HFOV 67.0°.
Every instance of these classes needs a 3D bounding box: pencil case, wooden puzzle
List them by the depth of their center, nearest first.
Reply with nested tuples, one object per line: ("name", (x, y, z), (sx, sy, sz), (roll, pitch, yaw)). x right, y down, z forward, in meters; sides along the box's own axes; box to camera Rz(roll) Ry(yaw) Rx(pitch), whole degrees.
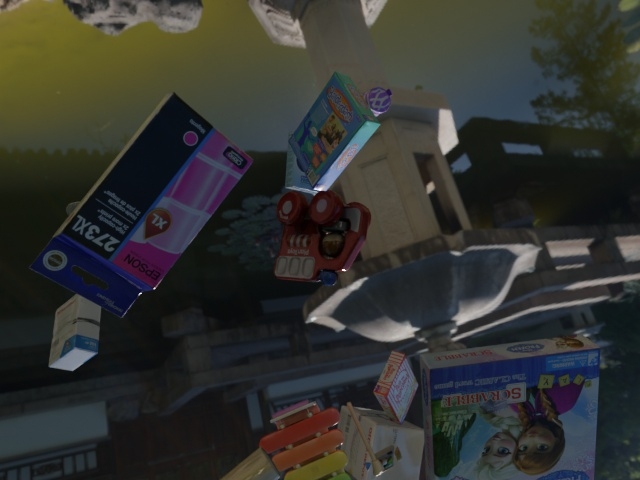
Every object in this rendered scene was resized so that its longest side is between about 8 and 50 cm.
("wooden puzzle", (0.172, 0.592, 1.299), (0.117, 0.078, 0.014), (-22, -153, -23))
("pencil case", (0.134, -0.414, 1.512), (0.088, 0.086, 0.206), (-30, -166, -24))

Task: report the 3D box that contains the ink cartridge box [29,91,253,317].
("ink cartridge box", (-0.296, -0.050, 0.819), (0.176, 0.069, 0.370), (39, 87, -28))

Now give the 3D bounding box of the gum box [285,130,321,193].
("gum box", (-0.042, -0.253, 1.602), (0.157, 0.184, 0.041), (7, 174, -44))

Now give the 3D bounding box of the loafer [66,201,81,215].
("loafer", (-0.491, -0.064, 1.065), (0.125, 0.045, 0.039), (4, -165, -31))

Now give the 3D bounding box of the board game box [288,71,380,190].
("board game box", (0.023, -0.240, 1.080), (0.047, 0.160, 0.210), (1, 143, -40))

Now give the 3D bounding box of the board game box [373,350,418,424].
("board game box", (0.234, 0.452, 1.480), (0.045, 0.146, 0.193), (9, 143, 35))

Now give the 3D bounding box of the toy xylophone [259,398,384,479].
("toy xylophone", (0.012, 0.527, 1.172), (0.236, 0.322, 0.081), (-30, 178, -3))

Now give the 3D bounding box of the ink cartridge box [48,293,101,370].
("ink cartridge box", (-0.750, 0.279, 1.480), (0.140, 0.190, 0.082), (-33, 138, 24))

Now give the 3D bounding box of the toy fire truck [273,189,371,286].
("toy fire truck", (0.000, 0.000, 1.370), (0.302, 0.253, 0.169), (2, 170, 41))

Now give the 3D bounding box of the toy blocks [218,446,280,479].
("toy blocks", (-0.070, 0.462, 0.548), (0.260, 0.309, 0.288), (-35, 143, -13))

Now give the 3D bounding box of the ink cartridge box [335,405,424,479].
("ink cartridge box", (0.195, 0.708, 1.668), (0.197, 0.198, 0.270), (15, 169, -20))

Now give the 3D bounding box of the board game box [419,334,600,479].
("board game box", (0.358, 0.353, 0.922), (0.319, 0.317, 0.066), (-7, -166, -3))
